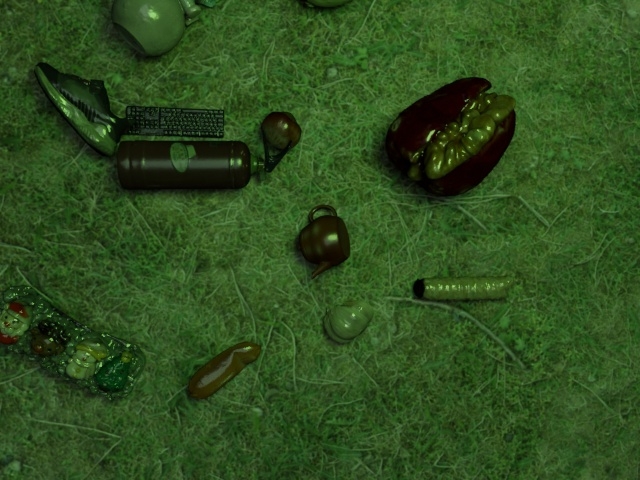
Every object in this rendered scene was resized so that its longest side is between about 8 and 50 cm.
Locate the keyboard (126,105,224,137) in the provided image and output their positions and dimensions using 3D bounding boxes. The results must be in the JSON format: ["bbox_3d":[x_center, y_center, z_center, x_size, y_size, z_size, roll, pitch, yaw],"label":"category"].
[{"bbox_3d":[-0.308,-0.252,1.219,0.205,0.013,0.061,1,88,-6],"label":"keyboard"}]

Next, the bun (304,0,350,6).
[{"bbox_3d":[0.025,-0.623,1.190,0.260,0.160,0.259,0,87,-8],"label":"bun"}]

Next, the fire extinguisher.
[{"bbox_3d":[-0.230,-0.170,1.171,0.344,0.102,0.137,-2,127,-6],"label":"fire extinguisher"}]

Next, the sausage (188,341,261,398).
[{"bbox_3d":[-0.205,0.268,1.205,0.183,0.054,0.062,-39,126,-7],"label":"sausage"}]

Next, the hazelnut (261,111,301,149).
[{"bbox_3d":[-0.083,-0.232,1.213,0.087,0.086,0.086,0,89,-6],"label":"hazelnut"}]

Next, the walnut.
[{"bbox_3d":[0.280,-0.220,1.170,0.222,0.244,0.269,45,81,-3],"label":"walnut"}]

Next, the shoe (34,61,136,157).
[{"bbox_3d":[-0.473,-0.278,1.165,0.112,0.099,0.227,-39,95,-13],"label":"shoe"}]

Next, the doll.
[{"bbox_3d":[-0.292,-0.508,1.165,0.151,0.151,0.287,41,81,-4],"label":"doll"}]

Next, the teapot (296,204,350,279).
[{"bbox_3d":[0.000,0.000,1.212,0.116,0.116,0.173,1,63,-6],"label":"teapot"}]

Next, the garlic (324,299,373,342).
[{"bbox_3d":[0.060,0.172,1.226,0.094,0.074,0.113,36,101,-14],"label":"garlic"}]

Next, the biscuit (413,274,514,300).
[{"bbox_3d":[0.316,0.104,1.263,0.219,0.061,0.055,0,45,-9],"label":"biscuit"}]

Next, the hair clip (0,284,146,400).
[{"bbox_3d":[-0.518,0.212,1.151,0.322,0.091,0.138,28,89,-4],"label":"hair clip"}]
